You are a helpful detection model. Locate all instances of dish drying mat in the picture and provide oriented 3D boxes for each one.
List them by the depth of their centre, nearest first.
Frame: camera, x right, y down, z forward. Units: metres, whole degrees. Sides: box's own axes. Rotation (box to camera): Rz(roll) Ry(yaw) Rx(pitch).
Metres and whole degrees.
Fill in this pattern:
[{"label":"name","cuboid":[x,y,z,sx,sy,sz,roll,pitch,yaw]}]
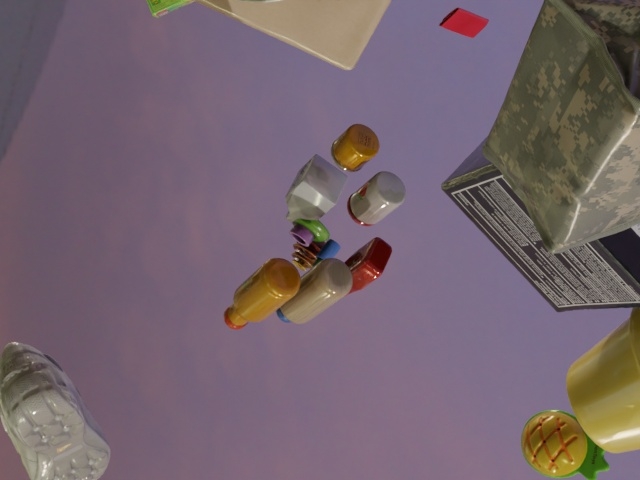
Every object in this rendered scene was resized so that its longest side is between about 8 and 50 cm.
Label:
[{"label":"dish drying mat","cuboid":[0.174,-0.263,1.209,0.032,0.083,0.008,-40,-112,29]}]

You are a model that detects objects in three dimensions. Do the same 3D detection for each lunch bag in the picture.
[{"label":"lunch bag","cuboid":[0.326,-0.145,0.924,0.235,0.287,0.169,101,-34,-58]}]

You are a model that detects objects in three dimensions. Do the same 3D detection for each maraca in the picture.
[{"label":"maraca","cuboid":[0.462,0.388,1.895,0.185,0.099,0.127,6,-97,41]}]

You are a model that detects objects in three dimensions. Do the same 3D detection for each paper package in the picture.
[{"label":"paper package","cuboid":[-0.035,-0.426,1.273,0.168,0.325,0.309,-76,-166,-47]}]

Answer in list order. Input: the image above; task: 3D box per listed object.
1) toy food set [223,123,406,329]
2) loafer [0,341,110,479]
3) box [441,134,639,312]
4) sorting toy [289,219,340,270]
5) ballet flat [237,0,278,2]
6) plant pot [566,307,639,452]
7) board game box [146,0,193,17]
[{"label":"toy food set","cuboid":[0.000,0.000,0.984,0.104,0.111,0.232,-40,-160,50]},{"label":"loafer","cuboid":[-0.339,0.232,1.272,0.111,0.112,0.319,57,-22,28]},{"label":"box","cuboid":[0.384,-0.056,1.512,0.183,0.296,0.294,-46,-172,-15]},{"label":"sorting toy","cuboid":[-0.014,0.008,1.113,0.042,0.061,0.102,-53,158,-16]},{"label":"ballet flat","cuboid":[-0.119,-0.327,1.119,0.123,0.348,0.123,11,90,-75]},{"label":"plant pot","cuboid":[0.535,0.221,1.588,0.239,0.254,0.254,-37,-132,37]},{"label":"board game box","cuboid":[-0.193,-0.425,1.553,0.043,0.181,0.092,-90,156,-83]}]
